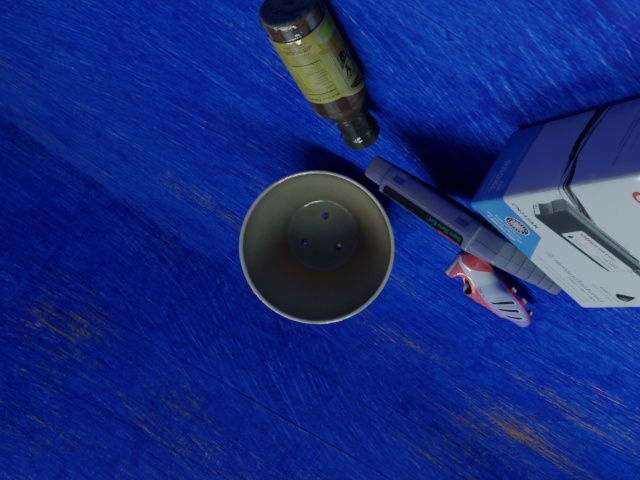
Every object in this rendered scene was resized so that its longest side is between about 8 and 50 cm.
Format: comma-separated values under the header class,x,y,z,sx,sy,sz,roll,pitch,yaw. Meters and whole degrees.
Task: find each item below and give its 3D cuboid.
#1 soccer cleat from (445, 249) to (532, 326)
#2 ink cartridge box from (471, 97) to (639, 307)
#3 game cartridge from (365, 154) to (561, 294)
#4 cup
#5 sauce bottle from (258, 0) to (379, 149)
class,x,y,z,sx,sy,sz,roll,pitch,yaw
soccer cleat,0.360,0.110,2.172,0.248,0.095,0.083,48,-178,-29
ink cartridge box,0.458,-0.046,1.502,0.285,0.166,0.395,40,161,-17
game cartridge,0.253,-0.028,1.832,0.230,0.068,0.355,18,-165,-44
cup,0.000,0.000,2.277,0.331,0.331,0.237,34,-171,-1
sauce bottle,0.011,-0.287,1.761,0.111,0.111,0.344,21,159,35
